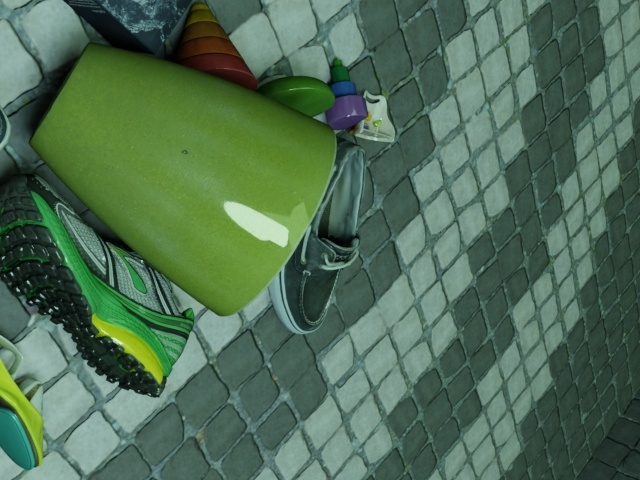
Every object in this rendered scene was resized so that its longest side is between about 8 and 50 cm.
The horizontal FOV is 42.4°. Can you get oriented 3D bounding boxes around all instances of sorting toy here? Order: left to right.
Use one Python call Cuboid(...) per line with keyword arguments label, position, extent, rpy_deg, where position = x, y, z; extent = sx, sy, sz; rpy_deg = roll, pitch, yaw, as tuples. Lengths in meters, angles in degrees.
Cuboid(label="sorting toy", position=(-0.067, -0.247, 1.168), extent=(0.366, 0.127, 0.126), rpy_deg=(3, 73, -48))
Cuboid(label="sorting toy", position=(0.084, -0.206, 1.355), extent=(0.083, 0.045, 0.075), rpy_deg=(8, 91, -46))

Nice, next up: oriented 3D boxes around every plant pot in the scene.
Cuboid(label="plant pot", position=(-0.179, -0.095, 0.980), extent=(0.294, 0.275, 0.274), rpy_deg=(30, 81, -22))

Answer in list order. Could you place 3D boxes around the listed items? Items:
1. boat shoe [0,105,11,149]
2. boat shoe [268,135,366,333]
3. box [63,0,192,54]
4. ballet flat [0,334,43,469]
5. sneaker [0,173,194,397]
Cuboid(label="boat shoe", position=(-0.407, -0.170, 0.771), extent=(0.254, 0.079, 0.095), rpy_deg=(41, 72, -13))
Cuboid(label="boat shoe", position=(0.000, 0.000, 1.282), extent=(0.121, 0.119, 0.334), rpy_deg=(-13, 114, -43))
Cuboid(label="box", position=(-0.227, -0.329, 0.963), extent=(0.158, 0.093, 0.155), rpy_deg=(41, 74, -46))
Cuboid(label="ballet flat", position=(-0.383, 0.181, 1.004), extent=(0.077, 0.077, 0.230), rpy_deg=(-53, 134, -41))
Cuboid(label="sneaker", position=(-0.282, 0.044, 1.034), extent=(0.146, 0.134, 0.343), rpy_deg=(-62, 140, -35))
